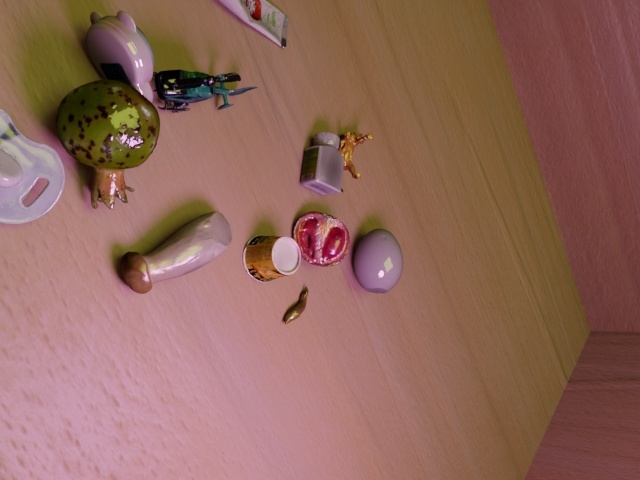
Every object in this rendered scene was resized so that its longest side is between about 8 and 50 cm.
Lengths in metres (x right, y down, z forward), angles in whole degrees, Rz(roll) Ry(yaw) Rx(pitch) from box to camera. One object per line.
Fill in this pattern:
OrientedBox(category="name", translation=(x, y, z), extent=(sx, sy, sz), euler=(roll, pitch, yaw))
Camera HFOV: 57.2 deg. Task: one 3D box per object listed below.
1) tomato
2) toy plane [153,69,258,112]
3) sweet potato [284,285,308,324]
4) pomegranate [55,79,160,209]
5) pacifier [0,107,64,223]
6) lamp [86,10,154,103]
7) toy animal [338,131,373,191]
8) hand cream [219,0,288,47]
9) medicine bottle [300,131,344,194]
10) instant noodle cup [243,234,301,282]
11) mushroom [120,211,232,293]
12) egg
OrientedBox(category="tomato", translation=(0.000, 0.000, 1.942), extent=(0.189, 0.099, 0.173), euler=(21, 83, -2))
OrientedBox(category="toy plane", translation=(-0.329, -0.417, 1.613), extent=(0.381, 0.155, 0.106), euler=(-15, 95, -63))
OrientedBox(category="sweet potato", translation=(-0.071, 0.215, 1.877), extent=(0.153, 0.038, 0.041), euler=(-56, 146, -37))
OrientedBox(category="pomegranate", translation=(-0.474, -0.231, 1.374), extent=(0.231, 0.231, 0.286), euler=(-39, 119, -42))
OrientedBox(category="pacifier", translation=(-0.659, -0.138, 1.188), extent=(0.279, 0.207, 0.227), euler=(43, 73, -34))
OrientedBox(category="lamp", translation=(-0.475, -0.439, 1.445), extent=(0.108, 0.179, 0.246), euler=(-39, 132, -38))
OrientedBox(category="toy animal", translation=(0.091, -0.291, 2.086), extent=(0.114, 0.116, 0.255), euler=(24, 71, -17))
OrientedBox(category="hand cream", translation=(-0.214, -0.729, 1.842), extent=(0.336, 0.076, 0.121), euler=(19, 73, -50))
OrientedBox(category="medicine bottle", translation=(0.012, -0.263, 1.988), extent=(0.132, 0.088, 0.189), euler=(21, 69, -42))
OrientedBox(category="instant noodle cup", translation=(-0.138, 0.049, 1.765), extent=(0.151, 0.122, 0.151), euler=(11, 74, -44))
OrientedBox(category="mushroom", translation=(-0.359, 0.025, 1.542), extent=(0.350, 0.128, 0.128), euler=(-30, 106, -40))
OrientedBox(category="egg", translation=(0.205, 0.069, 2.086), extent=(0.176, 0.176, 0.232), euler=(26, 57, -41))
